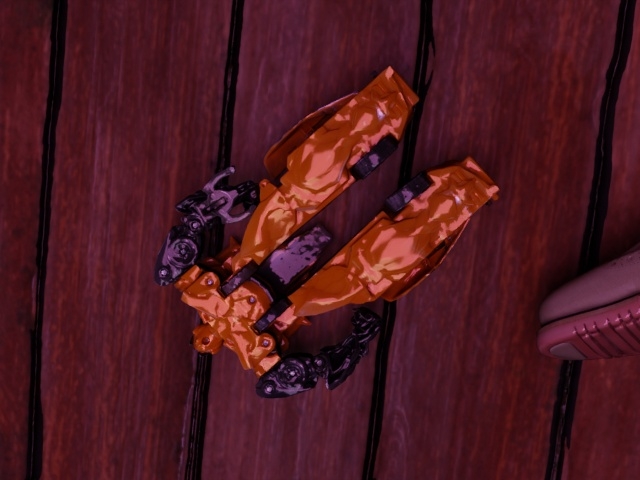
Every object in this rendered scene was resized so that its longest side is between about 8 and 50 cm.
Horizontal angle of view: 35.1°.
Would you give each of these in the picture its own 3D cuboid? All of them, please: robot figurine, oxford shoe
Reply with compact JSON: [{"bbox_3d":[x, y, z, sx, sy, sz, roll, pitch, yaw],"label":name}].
[{"bbox_3d":[0.000,0.000,0.880,0.291,0.085,0.211,-41,91,11],"label":"robot figurine"},{"bbox_3d":[0.349,-0.020,0.827,0.397,0.140,0.146,-26,63,15],"label":"oxford shoe"}]
